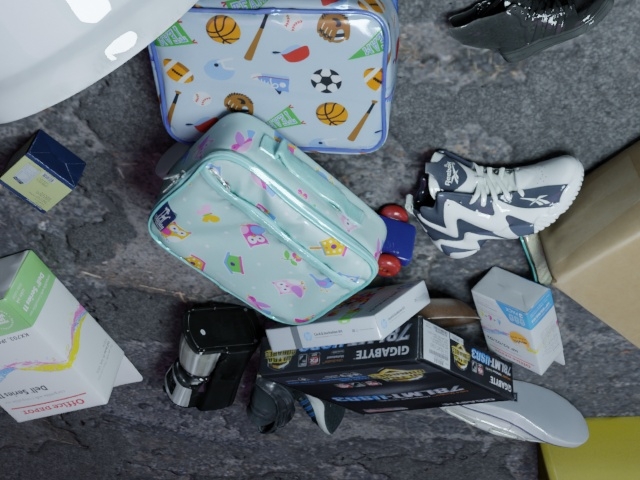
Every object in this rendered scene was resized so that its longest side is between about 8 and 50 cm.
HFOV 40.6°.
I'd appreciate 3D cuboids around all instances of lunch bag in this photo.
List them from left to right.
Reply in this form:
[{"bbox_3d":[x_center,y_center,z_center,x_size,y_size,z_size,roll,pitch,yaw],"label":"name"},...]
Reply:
[{"bbox_3d":[-0.068,-0.021,1.090,0.279,0.108,0.224,36,138,-19],"label":"lunch bag"},{"bbox_3d":[-0.059,-0.210,1.048,0.303,0.115,0.243,5,140,6],"label":"lunch bag"}]

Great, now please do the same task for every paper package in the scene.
[{"bbox_3d":[0.510,-0.001,1.124,0.309,0.168,0.325,34,129,-23],"label":"paper package"}]

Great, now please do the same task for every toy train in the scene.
[{"bbox_3d":[0.000,0.000,1.259,0.248,0.105,0.143,16,147,-7],"label":"toy train"}]

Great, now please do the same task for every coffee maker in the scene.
[{"bbox_3d":[-0.165,0.203,1.456,0.171,0.120,0.178,15,135,-8],"label":"coffee maker"}]

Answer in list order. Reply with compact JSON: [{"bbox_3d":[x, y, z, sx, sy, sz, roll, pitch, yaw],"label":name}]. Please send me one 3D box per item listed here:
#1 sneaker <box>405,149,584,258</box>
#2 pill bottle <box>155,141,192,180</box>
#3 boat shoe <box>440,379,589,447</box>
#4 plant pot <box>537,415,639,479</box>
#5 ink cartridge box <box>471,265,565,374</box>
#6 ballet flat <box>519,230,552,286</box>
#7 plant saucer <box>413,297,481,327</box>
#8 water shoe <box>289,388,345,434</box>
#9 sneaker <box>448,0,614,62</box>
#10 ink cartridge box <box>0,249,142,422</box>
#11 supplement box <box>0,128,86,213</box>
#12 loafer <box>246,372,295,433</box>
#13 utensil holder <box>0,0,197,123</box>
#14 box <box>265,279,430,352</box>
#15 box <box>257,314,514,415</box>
[{"bbox_3d":[0.215,-0.072,1.149,0.235,0.094,0.153,-23,136,40],"label":"sneaker"},{"bbox_3d":[-0.156,-0.068,1.215,0.086,0.086,0.152,-27,125,30],"label":"pill bottle"},{"bbox_3d":[0.325,0.300,1.494,0.268,0.096,0.088,17,138,-7],"label":"boat shoe"},{"bbox_3d":[0.503,0.455,1.550,0.212,0.187,0.212,-4,132,12],"label":"plant pot"},{"bbox_3d":[0.306,0.135,1.326,0.104,0.061,0.181,25,149,43],"label":"ink cartridge box"},{"bbox_3d":[0.317,0.014,1.234,0.052,0.057,0.168,-19,150,12],"label":"ballet flat"},{"bbox_3d":[0.145,0.115,1.328,0.199,0.036,0.198,-4,170,-1],"label":"plant saucer"},{"bbox_3d":[-0.014,0.269,1.547,0.080,0.073,0.203,17,144,34],"label":"water shoe"},{"bbox_3d":[0.240,-0.261,0.993,0.170,0.051,0.089,-24,130,32],"label":"sneaker"},{"bbox_3d":[-0.490,0.196,1.497,0.207,0.119,0.353,-15,129,21],"label":"ink cartridge box"},{"bbox_3d":[-0.400,-0.098,1.244,0.083,0.056,0.083,-31,122,32],"label":"supplement box"},{"bbox_3d":[-0.090,0.288,1.509,0.076,0.078,0.223,39,160,19],"label":"loafer"},{"bbox_3d":[-0.320,-0.359,0.804,0.328,0.327,0.385,-18,126,24],"label":"utensil holder"},{"bbox_3d":[0.038,0.106,1.210,0.186,0.145,0.038,-10,100,36],"label":"box"},{"bbox_3d":[0.106,0.204,1.352,0.296,0.073,0.293,-12,151,35],"label":"box"}]
